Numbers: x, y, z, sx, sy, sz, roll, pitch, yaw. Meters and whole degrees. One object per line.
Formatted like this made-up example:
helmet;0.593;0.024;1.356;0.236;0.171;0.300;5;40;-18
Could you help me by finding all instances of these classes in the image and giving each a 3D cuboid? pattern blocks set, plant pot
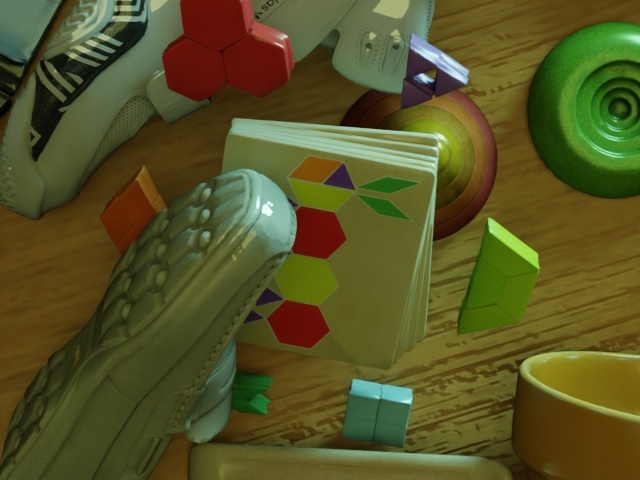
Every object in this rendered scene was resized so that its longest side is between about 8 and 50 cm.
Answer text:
pattern blocks set;0.000;0.000;0.936;0.285;0.026;0.325;18;126;-4
plant pot;0.221;0.189;0.944;0.205;0.205;0.188;7;98;-1

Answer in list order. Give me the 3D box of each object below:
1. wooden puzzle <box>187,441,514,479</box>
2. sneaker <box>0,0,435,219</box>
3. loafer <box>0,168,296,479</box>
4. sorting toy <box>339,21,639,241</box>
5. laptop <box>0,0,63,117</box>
wooden puzzle;0.014;0.256;0.986;0.239;0.044;0.221;2;92;15
sneaker;-0.056;-0.130;0.952;0.210;0.137;0.366;33;103;-11
loafer;-0.100;0.077;0.932;0.111;0.112;0.319;25;130;-22
sorting toy;0.189;-0.086;0.968;0.366;0.126;0.127;-14;92;0
laptop;-0.360;-0.234;0.905;0.382;0.408;0.236;27;125;-1
